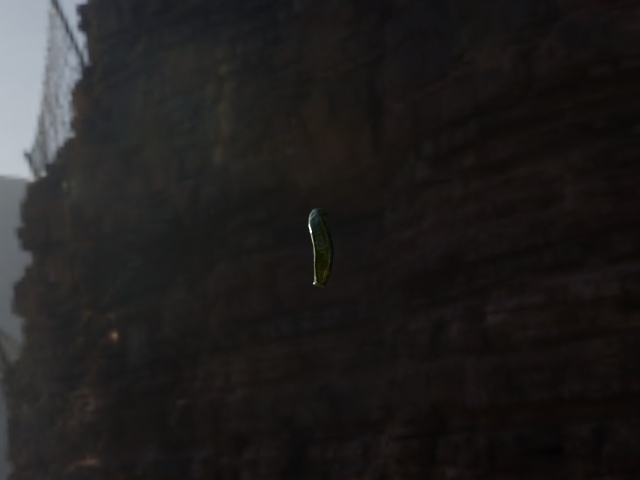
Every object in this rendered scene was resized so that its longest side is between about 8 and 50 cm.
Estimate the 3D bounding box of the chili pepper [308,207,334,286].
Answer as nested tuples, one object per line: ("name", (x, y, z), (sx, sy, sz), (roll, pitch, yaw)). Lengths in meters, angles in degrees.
("chili pepper", (0.001, 0.000, 0.958), (0.017, 0.030, 0.083), (-6, 34, 1))
